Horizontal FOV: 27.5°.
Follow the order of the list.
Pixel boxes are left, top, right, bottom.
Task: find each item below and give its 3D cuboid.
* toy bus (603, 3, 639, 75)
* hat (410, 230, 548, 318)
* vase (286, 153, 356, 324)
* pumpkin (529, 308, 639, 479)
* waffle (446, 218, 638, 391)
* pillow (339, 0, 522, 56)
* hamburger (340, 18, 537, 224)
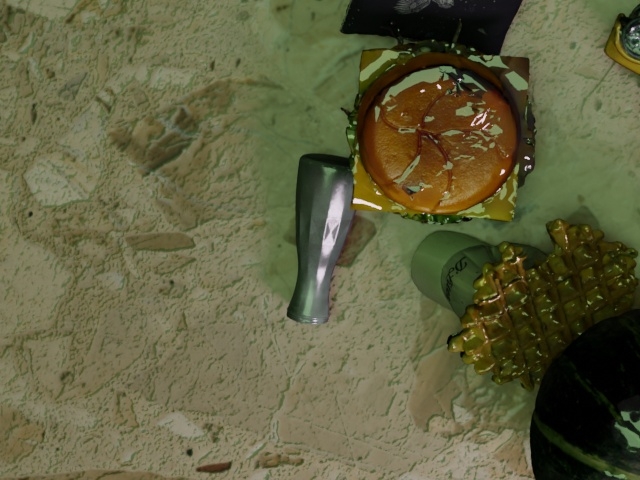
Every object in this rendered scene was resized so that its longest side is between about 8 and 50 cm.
[{"bbox_3d":[0.496,-0.171,1.552,0.335,0.121,0.123,23,113,7],"label":"toy bus"},{"bbox_3d":[0.197,0.042,1.654,0.166,0.081,0.122,27,98,17],"label":"hat"},{"bbox_3d":[0.000,0.000,1.682,0.086,0.086,0.214,11,102,9],"label":"vase"},{"bbox_3d":[0.404,0.237,1.538,0.323,0.241,0.323,-1,104,-5],"label":"pumpkin"},{"bbox_3d":[0.280,0.080,1.596,0.231,0.051,0.228,18,107,-29],"label":"waffle"},{"bbox_3d":[0.138,-0.285,1.586,0.208,0.141,0.055,6,55,-9],"label":"pillow"},{"bbox_3d":[0.144,-0.140,1.598,0.243,0.138,0.261,7,109,1],"label":"hamburger"}]
